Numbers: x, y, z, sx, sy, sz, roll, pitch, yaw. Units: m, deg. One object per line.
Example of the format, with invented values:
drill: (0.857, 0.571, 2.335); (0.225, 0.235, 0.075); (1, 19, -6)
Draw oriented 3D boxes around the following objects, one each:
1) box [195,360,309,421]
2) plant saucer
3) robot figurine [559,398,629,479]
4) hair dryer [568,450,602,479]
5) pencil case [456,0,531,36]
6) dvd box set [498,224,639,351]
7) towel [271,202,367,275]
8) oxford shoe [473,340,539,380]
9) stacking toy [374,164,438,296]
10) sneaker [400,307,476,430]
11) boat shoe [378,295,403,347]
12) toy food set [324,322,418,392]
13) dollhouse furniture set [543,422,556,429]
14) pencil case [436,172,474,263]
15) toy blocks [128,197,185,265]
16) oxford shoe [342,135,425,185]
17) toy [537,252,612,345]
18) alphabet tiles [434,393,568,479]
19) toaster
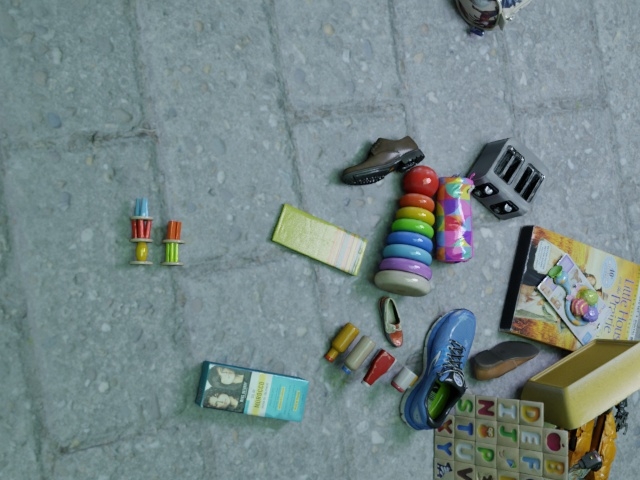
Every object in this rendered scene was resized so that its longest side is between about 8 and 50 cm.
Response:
box: (-0.155, 0.347, 1.608); (0.245, 0.060, 0.100); (14, 82, -21)
plant saucer: (0.679, 0.341, 1.772); (0.333, 0.333, 0.080); (-29, 87, -9)
robot figurine: (0.748, 0.522, 1.943); (0.211, 0.085, 0.290); (19, 81, -20)
hair dryer: (0.654, 0.704, 1.858); (0.294, 0.080, 0.223); (-28, 117, 0)
pencil case: (0.554, -0.720, 1.901); (0.410, 0.160, 0.183); (-38, 84, -20)
dvd box set: (0.716, 0.162, 1.965); (0.421, 0.062, 0.307); (19, 81, -19)
towel: (0.000, 0.000, 1.715); (0.237, 0.021, 0.102); (24, 73, -18)
oxford shoe: (0.493, 0.323, 1.875); (0.213, 0.076, 0.075); (-10, 121, -24)
stacking toy: (0.233, -0.031, 1.762); (0.141, 0.141, 0.330); (18, 73, -20)
sneaker: (0.324, 0.328, 1.754); (0.130, 0.147, 0.329); (27, 77, -18)
boat shoe: (0.182, 0.206, 1.761); (0.049, 0.043, 0.136); (-16, 94, -24)
toy food set: (0.130, 0.313, 1.701); (0.232, 0.111, 0.104); (40, 86, -16)
dollhouse furniture set: (0.555, 0.557, 1.880); (0.182, 0.101, 0.160); (-43, 127, -19)
pencil case: (0.348, -0.057, 1.811); (0.105, 0.104, 0.236); (2, 89, -22)
toy blocks: (-0.361, -0.019, 1.553); (0.123, 0.054, 0.148); (2, 86, -21)
oxford shoe: (0.144, -0.204, 1.762); (0.227, 0.083, 0.096); (-23, 77, -22)
toy: (0.707, 0.164, 1.899); (0.137, 0.056, 0.237); (-46, 103, -15)
alphabet tiles: (0.430, 0.525, 1.701); (0.011, 0.343, 0.284); (7, 83, -52)
toaster: (0.502, -0.171, 1.875); (0.168, 0.110, 0.185); (39, 74, -16)
